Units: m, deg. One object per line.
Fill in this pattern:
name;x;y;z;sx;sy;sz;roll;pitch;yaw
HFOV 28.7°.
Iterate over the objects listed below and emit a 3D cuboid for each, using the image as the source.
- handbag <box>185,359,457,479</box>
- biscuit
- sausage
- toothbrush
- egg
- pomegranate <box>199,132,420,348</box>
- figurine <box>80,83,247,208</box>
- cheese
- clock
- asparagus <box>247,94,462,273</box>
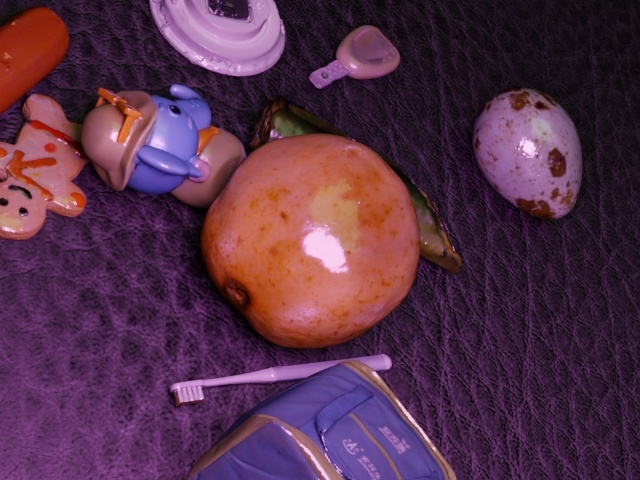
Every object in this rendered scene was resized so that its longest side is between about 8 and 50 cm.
handbag;0.008;0.298;1.499;0.263;0.222;0.241;49;31;8
biscuit;-0.378;-0.093;1.683;0.153;0.030;0.234;32;48;-6
sausage;-0.451;-0.206;1.669;0.094;0.097;0.348;34;49;3
toothbrush;-0.046;0.185;1.695;0.342;0.025;0.030;-5;70;-33
egg;0.344;-0.141;2.052;0.169;0.169;0.231;-19;81;-38
pomegranate;-0.016;0.002;1.682;0.307;0.307;0.307;15;53;-22
figurine;-0.215;-0.129;1.730;0.262;0.154;0.180;9;48;-57
cheese;0.050;-0.293;2.065;0.097;0.037;0.192;49;49;8
clock;-0.155;-0.367;1.984;0.236;0.053;0.236;15;53;-21
asparagus;0.066;-0.082;1.890;0.382;0.108;0.128;28;48;-14
